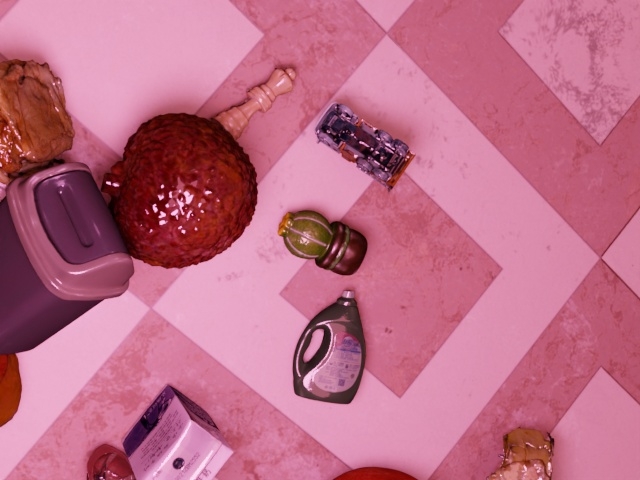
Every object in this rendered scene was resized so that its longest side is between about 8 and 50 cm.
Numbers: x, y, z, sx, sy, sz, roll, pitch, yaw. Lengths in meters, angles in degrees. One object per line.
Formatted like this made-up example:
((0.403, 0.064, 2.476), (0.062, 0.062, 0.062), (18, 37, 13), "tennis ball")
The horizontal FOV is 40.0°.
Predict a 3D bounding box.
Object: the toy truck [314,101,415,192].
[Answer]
((0.075, -0.167, 1.594), (0.178, 0.115, 0.080), (35, 84, 3), "toy truck")

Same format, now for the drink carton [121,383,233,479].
((-0.245, 0.346, 1.477), (0.102, 0.222, 0.134), (43, 82, -19), "drink carton")

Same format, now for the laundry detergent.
((0.022, 0.194, 1.640), (0.137, 0.063, 0.210), (10, 93, -14), "laundry detergent")

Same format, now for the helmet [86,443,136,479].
((-0.375, 0.413, 1.530), (0.111, 0.057, 0.089), (55, 42, -11), "helmet")

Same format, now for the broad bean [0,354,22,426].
((-0.566, 0.204, 1.403), (0.156, 0.122, 0.228), (-19, 99, -20), "broad bean")

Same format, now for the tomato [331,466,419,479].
((0.094, 0.586, 1.603), (0.290, 0.293, 0.325), (15, 97, -6), "tomato")

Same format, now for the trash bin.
((-0.423, 0.033, 1.328), (0.290, 0.182, 0.209), (-36, 73, 23), "trash bin")

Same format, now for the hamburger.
((-0.479, -0.179, 1.358), (0.130, 0.206, 0.183), (-17, 104, 20), "hamburger")

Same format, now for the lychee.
((-0.224, -0.075, 1.423), (0.261, 0.260, 0.260), (-2, 97, -19), "lychee")

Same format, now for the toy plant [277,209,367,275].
((0.000, 0.000, 1.595), (0.162, 0.093, 0.092), (22, 89, -17), "toy plant")

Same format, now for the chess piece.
((-0.111, -0.246, 1.546), (0.172, 0.060, 0.060), (-43, 108, -12), "chess piece")

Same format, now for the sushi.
((0.393, 0.521, 1.784), (0.139, 0.131, 0.290), (6, 102, 3), "sushi")
